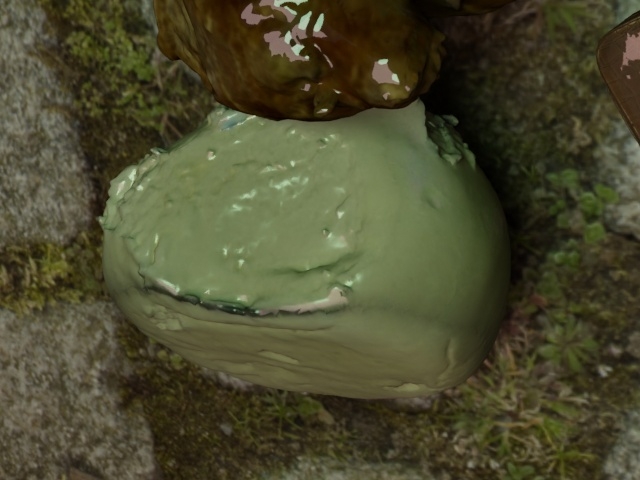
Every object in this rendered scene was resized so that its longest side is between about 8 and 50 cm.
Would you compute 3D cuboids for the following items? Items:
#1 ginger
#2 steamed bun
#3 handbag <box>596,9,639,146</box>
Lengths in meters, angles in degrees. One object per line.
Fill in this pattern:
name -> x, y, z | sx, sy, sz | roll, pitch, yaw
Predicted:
ginger -> 0.012, -0.193, 0.865 | 0.274, 0.357, 0.152 | -2, 119, 3
steamed bun -> 0.000, 0.000, 1.000 | 0.334, 0.233, 0.312 | 8, 161, 13
handbag -> 0.318, -0.105, 0.886 | 0.151, 0.072, 0.193 | -24, 97, 36
